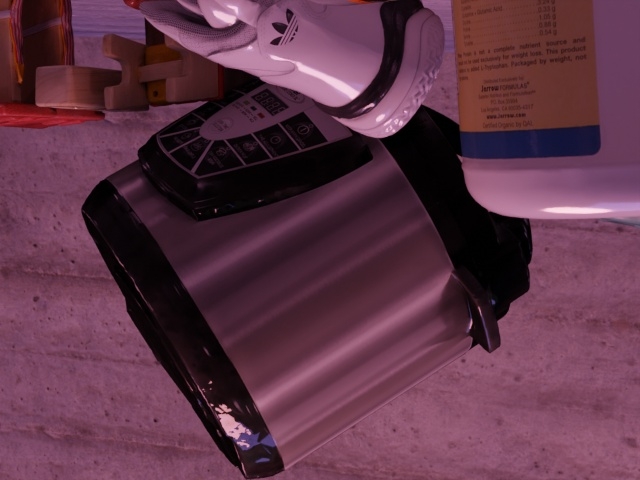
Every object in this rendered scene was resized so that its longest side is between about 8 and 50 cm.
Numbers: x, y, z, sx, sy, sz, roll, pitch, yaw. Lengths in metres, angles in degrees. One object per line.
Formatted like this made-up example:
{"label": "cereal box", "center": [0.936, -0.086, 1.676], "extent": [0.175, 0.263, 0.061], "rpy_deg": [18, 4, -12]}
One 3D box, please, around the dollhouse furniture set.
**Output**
{"label": "dollhouse furniture set", "center": [-0.245, -0.233, 1.365], "extent": [0.374, 0.201, 0.152], "rpy_deg": [-1, -178, 36]}

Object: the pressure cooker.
{"label": "pressure cooker", "center": [0.001, 0.003, 1.348], "extent": [0.420, 0.369, 0.375], "rpy_deg": [-31, 177, -11]}

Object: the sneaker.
{"label": "sneaker", "center": [-0.038, -0.221, 1.076], "extent": [0.210, 0.137, 0.366], "rpy_deg": [24, -162, -23]}

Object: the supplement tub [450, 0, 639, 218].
{"label": "supplement tub", "center": [0.118, -0.113, 0.460], "extent": [0.144, 0.199, 0.144], "rpy_deg": [-4, -174, 0]}

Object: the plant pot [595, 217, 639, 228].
{"label": "plant pot", "center": [0.309, -0.138, 1.240], "extent": [0.293, 0.235, 0.293], "rpy_deg": [12, 179, 0]}

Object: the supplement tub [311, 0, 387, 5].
{"label": "supplement tub", "center": [0.052, -0.184, 0.647], "extent": [0.117, 0.117, 0.190], "rpy_deg": [0, -174, -31]}

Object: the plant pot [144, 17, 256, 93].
{"label": "plant pot", "center": [-0.132, -0.241, 1.430], "extent": [0.167, 0.165, 0.167], "rpy_deg": [4, -176, 0]}
